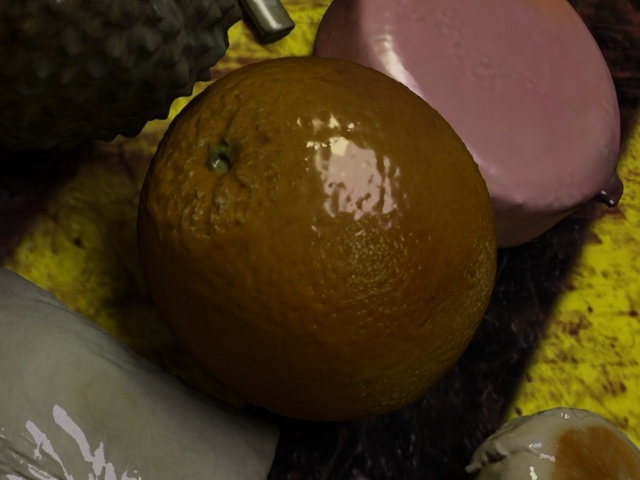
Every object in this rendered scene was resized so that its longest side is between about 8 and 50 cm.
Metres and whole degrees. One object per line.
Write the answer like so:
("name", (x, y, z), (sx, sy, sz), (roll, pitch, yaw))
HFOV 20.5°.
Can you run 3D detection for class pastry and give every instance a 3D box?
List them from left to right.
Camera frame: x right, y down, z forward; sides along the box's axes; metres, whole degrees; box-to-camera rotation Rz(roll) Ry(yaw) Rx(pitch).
("pastry", (0.172, 0.187, 1.204), (0.165, 0.088, 0.166), (19, 56, -30))

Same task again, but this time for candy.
("candy", (0.117, -0.108, 1.332), (0.255, 0.094, 0.255), (18, 55, -27))

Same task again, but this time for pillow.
("pillow", (-0.133, 0.115, 1.048), (0.229, 0.050, 0.148), (34, 42, -16))

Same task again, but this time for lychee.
("lychee", (-0.169, -0.177, 1.062), (0.255, 0.274, 0.255), (-2, 95, -30))

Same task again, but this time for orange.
("orange", (0.000, 0.000, 1.095), (0.236, 0.236, 0.236), (18, 54, -27))

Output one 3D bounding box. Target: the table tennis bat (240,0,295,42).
("table tennis bat", (-0.093, -0.253, 1.319), (0.138, 0.022, 0.246), (-22, 77, -42))
